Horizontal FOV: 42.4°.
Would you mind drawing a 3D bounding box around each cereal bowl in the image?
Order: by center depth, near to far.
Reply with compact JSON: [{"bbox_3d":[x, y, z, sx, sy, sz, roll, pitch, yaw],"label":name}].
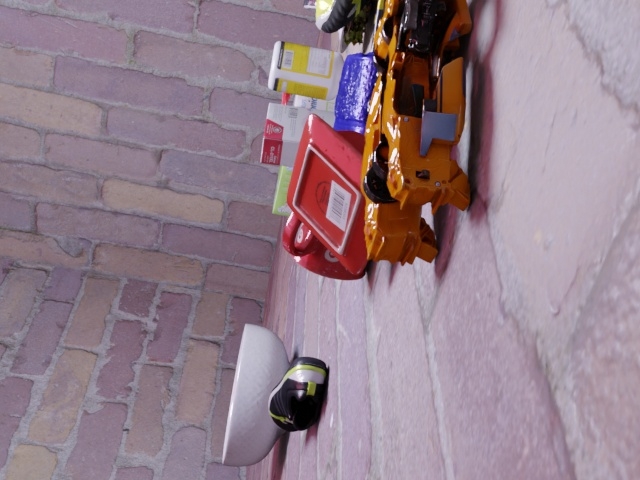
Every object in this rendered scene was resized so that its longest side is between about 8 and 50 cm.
[{"bbox_3d":[-0.143,0.378,1.990,0.339,0.141,0.339,-169,90,-84],"label":"cereal bowl"}]

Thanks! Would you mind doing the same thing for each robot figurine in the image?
[{"bbox_3d":[0.093,-0.133,0.818,0.211,0.085,0.291,111,167,-61],"label":"robot figurine"}]

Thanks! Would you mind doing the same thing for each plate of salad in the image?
[{"bbox_3d":[0.082,-0.474,1.672,0.200,0.048,0.200,21,-90,-84],"label":"plate of salad"}]

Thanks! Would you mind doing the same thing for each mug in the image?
[{"bbox_3d":[0.028,-0.039,1.148,0.150,0.113,0.169,-41,-30,-69],"label":"mug"}]

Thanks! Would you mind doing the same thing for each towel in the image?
[{"bbox_3d":[0.047,-0.152,1.346,0.227,0.076,0.308,-109,30,-80],"label":"towel"}]

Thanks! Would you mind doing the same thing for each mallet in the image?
[{"bbox_3d":[0.105,-0.416,1.453,0.062,0.039,0.190,-90,7,-63],"label":"mallet"}]

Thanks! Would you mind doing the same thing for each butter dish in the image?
[{"bbox_3d":[0.049,-0.067,1.029,0.160,0.118,0.160,47,140,29],"label":"butter dish"}]

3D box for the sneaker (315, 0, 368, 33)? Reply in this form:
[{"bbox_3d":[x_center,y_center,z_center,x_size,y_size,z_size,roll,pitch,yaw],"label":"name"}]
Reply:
[{"bbox_3d":[0.052,-0.558,1.463,0.145,0.147,0.385,-45,-21,-54],"label":"sneaker"}]

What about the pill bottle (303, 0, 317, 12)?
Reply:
[{"bbox_3d":[0.040,-0.696,2.078,0.130,0.130,0.246,-110,30,-79],"label":"pill bottle"}]

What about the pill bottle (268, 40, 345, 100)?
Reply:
[{"bbox_3d":[-0.012,-0.348,1.718,0.103,0.184,0.103,-170,90,-84],"label":"pill bottle"}]

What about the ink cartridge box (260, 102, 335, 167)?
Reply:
[{"bbox_3d":[-0.031,-0.213,1.729,0.127,0.175,0.072,-86,5,-47],"label":"ink cartridge box"}]

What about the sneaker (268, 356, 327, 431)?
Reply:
[{"bbox_3d":[-0.046,0.296,1.457,0.235,0.084,0.097,106,170,-49],"label":"sneaker"}]

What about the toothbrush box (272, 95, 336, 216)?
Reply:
[{"bbox_3d":[-0.025,-0.219,1.947,0.206,0.122,0.283,-85,7,-51],"label":"toothbrush box"}]

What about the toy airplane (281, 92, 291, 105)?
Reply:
[{"bbox_3d":[-0.083,-0.308,1.934,0.151,0.028,0.151,-169,90,-86],"label":"toy airplane"}]
